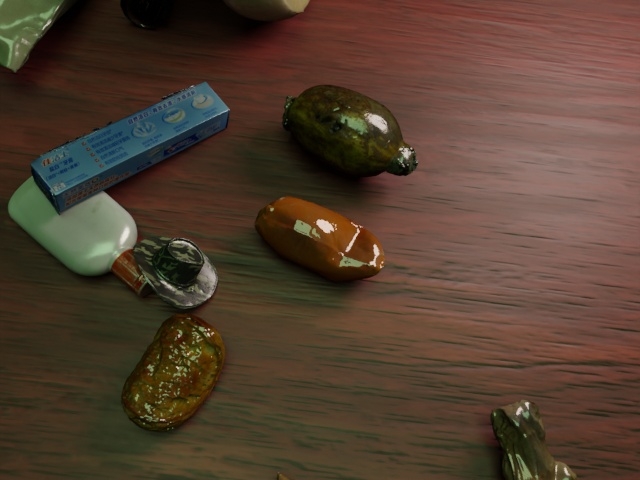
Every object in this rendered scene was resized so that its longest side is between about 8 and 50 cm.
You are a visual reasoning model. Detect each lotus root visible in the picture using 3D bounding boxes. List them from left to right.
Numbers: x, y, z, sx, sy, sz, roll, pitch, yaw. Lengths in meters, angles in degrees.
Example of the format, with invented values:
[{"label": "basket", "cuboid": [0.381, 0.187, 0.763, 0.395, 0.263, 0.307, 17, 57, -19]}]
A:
[{"label": "lotus root", "cuboid": [0.041, -0.151, 0.904, 0.209, 0.120, 0.120, 26, 69, 10]}]

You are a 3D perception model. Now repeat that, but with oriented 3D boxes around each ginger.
[{"label": "ginger", "cuboid": [0.238, 0.336, 0.761, 0.122, 0.084, 0.290, 1, 71, 20]}]

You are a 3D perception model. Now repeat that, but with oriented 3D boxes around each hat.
[{"label": "hat", "cuboid": [-0.179, 0.029, 0.837, 0.121, 0.050, 0.121, 28, 39, -25]}]

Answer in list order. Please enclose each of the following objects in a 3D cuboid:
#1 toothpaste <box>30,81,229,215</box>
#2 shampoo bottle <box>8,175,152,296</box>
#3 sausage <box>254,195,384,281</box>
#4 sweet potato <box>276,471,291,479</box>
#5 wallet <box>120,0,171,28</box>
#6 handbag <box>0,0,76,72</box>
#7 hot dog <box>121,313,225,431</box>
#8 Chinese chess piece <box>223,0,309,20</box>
[{"label": "toothpaste", "cuboid": [-0.252, -0.131, 0.887, 0.272, 0.053, 0.066, -34, 76, -28]}, {"label": "shampoo bottle", "cuboid": [-0.304, -0.009, 0.863, 0.221, 0.051, 0.108, 38, 67, 11]}, {"label": "sausage", "cuboid": [0.000, 0.000, 0.869, 0.179, 0.089, 0.089, 26, 69, 3]}, {"label": "sweet potato", "cuboid": [-0.017, 0.366, 0.738, 0.068, 0.060, 0.206, -30, 71, 25]}, {"label": "wallet", "cuboid": [-0.208, -0.461, 0.940, 0.071, 0.262, 0.221, 23, 67, -16]}, {"label": "handbag", "cuboid": [-0.502, -0.407, 0.975, 0.316, 0.109, 0.253, 28, 66, 13]}, {"label": "hot dog", "cuboid": [-0.180, 0.162, 0.799, 0.099, 0.065, 0.147, 27, 81, 6]}, {"label": "Chinese chess piece", "cuboid": [-0.076, -0.456, 0.938, 0.102, 0.273, 0.273, 8, 68, 15]}]
